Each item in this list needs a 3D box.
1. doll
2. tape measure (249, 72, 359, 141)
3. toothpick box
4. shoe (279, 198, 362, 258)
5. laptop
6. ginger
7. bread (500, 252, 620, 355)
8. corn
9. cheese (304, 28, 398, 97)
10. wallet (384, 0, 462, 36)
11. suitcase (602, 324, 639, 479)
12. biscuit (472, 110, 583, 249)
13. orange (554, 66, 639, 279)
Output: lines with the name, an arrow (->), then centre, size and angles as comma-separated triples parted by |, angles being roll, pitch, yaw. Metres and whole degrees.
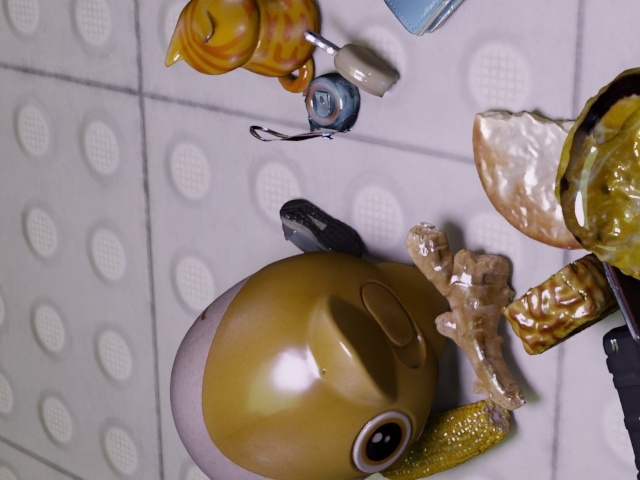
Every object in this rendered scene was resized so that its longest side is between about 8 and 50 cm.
doll -> -0.126, -0.355, 2.140 | 0.167, 0.270, 0.162 | -37, 61, 46
tape measure -> -0.026, -0.224, 2.143 | 0.104, 0.180, 0.107 | 23, 121, 55
toothpick box -> -0.010, 0.229, 2.115 | 0.425, 0.409, 0.409 | -36, 79, 35
shoe -> 0.001, 0.001, 2.266 | 0.194, 0.074, 0.077 | 36, 137, 32
laptop -> 0.451, 0.065, 1.751 | 0.026, 0.154, 0.207 | -44, 48, 37
ginger -> 0.250, 0.117, 2.039 | 0.148, 0.081, 0.333 | -18, 92, 0
bread -> 0.373, 0.082, 1.832 | 0.181, 0.222, 0.096 | -41, 77, 39
corn -> 0.203, 0.352, 2.174 | 0.310, 0.101, 0.101 | -26, 86, 42
cheese -> 0.052, -0.301, 2.095 | 0.171, 0.092, 0.047 | 39, 113, 18
wallet -> 0.136, -0.461, 1.969 | 0.250, 0.075, 0.176 | 55, 130, 16
suitcase -> 0.538, 0.253, 1.838 | 0.206, 0.066, 0.285 | -15, 92, 45
biscuit -> 0.365, -0.089, 1.906 | 0.309, 0.040, 0.204 | 14, 113, 40
orange -> 0.494, -0.056, 1.667 | 0.369, 0.210, 0.271 | 39, 103, 17
